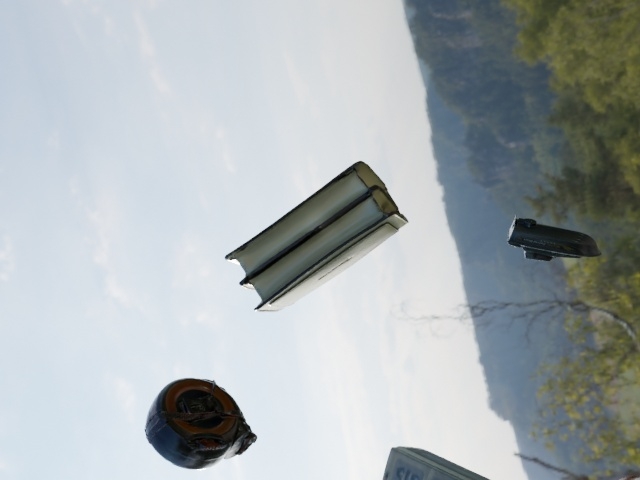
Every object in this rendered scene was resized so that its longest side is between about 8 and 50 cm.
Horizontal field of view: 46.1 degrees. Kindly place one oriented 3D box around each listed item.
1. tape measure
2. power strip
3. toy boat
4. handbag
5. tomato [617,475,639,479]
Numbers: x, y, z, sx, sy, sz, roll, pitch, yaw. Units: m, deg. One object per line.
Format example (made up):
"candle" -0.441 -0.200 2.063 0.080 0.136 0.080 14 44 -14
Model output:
"tape measure" -0.270 0.397 1.648 0.223 0.135 0.202 -3 -139 -47
"power strip" 0.151 0.275 0.751 0.052 0.272 0.078 17 -95 -33
"toy boat" 0.361 0.004 1.157 0.055 0.141 0.060 -54 -27 -64
"handbag" 0.000 0.000 1.615 0.160 0.359 0.237 58 -171 18
"tomato" 0.597 0.546 1.380 0.188 0.232 0.232 51 -168 6
